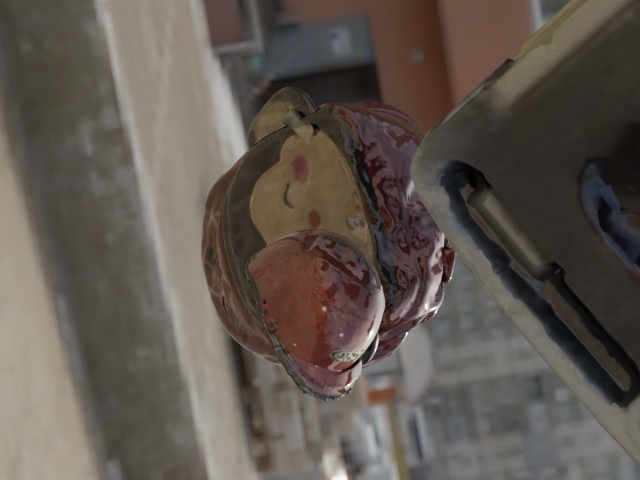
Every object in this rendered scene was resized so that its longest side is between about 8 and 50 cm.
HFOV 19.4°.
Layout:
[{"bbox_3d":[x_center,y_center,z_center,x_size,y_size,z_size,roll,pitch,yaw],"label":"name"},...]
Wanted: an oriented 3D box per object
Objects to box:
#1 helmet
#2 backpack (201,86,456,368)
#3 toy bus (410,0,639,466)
[{"bbox_3d":[0.005,0.028,0.889,0.065,0.049,0.084,1,58,-51],"label":"helmet"},{"bbox_3d":[-0.002,0.000,1.469,0.139,0.229,0.229,1,77,-48],"label":"backpack"},{"bbox_3d":[0.176,-0.074,0.309,0.143,0.305,0.179,46,36,-2],"label":"toy bus"}]
